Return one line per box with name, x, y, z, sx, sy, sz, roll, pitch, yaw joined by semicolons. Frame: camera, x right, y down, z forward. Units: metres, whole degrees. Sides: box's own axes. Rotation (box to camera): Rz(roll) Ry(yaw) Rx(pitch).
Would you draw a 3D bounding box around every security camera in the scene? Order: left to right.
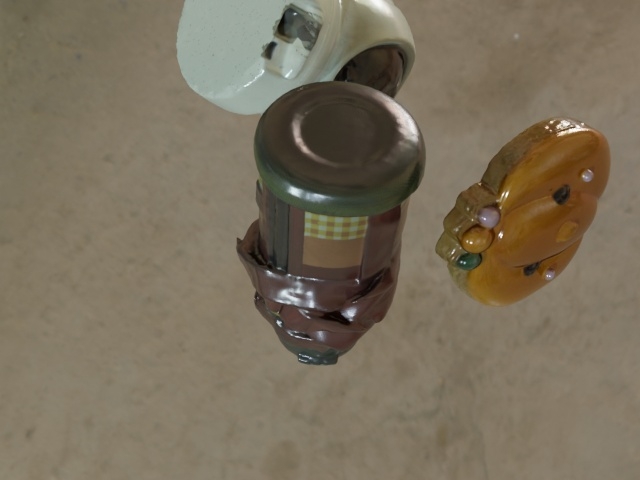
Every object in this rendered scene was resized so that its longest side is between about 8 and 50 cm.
security camera;-0.011;-0.202;1.034;0.195;0.236;0.194;-15;66;38

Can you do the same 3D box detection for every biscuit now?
biscuit;0.168;-0.015;0.772;0.170;0.170;0.050;-43;52;-7

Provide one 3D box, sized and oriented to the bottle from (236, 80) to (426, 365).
bottle;0.000;0.000;0.820;0.143;0.271;0.156;1;51;-5
